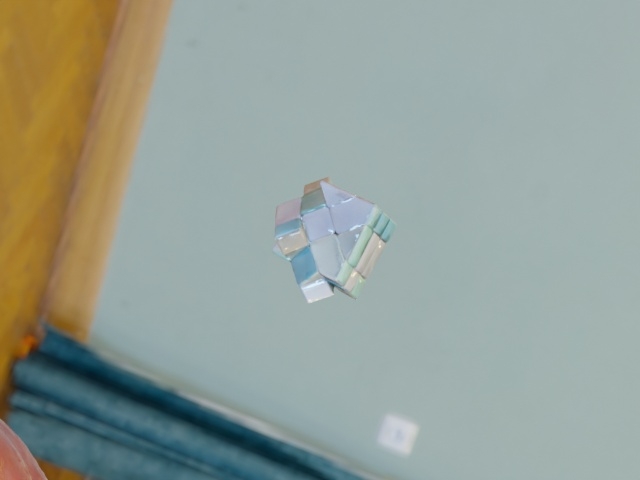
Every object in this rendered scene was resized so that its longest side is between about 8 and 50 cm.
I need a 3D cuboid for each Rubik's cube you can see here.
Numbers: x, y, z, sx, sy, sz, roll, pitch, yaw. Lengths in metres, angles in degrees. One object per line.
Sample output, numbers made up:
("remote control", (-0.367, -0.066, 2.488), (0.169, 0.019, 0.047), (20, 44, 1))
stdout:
("Rubik's cube", (0.001, -0.002, 1.077), (0.084, 0.073, 0.075), (-54, 159, -18))

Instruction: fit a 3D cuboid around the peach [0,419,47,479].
("peach", (-0.377, 0.300, 1.336), (0.370, 0.370, 0.370), (19, 90, -75))
